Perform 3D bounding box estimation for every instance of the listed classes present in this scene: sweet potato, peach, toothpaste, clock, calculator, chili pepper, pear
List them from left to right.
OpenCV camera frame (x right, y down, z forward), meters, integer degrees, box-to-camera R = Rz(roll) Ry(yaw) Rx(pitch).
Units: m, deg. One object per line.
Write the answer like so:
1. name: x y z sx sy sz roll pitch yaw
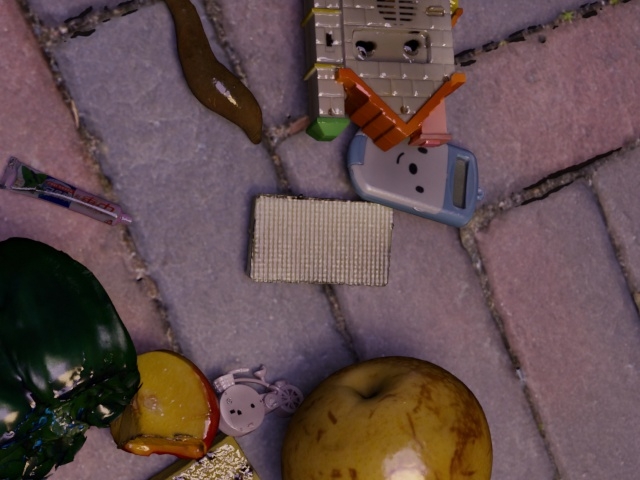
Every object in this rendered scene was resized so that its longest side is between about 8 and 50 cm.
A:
1. chili pepper: -0.356 0.138 1.206 0.249 0.233 0.256 -32 75 -18
2. toothpaste: -0.321 -0.056 1.328 0.170 0.028 0.045 22 77 -11
3. peach: -0.191 0.207 1.314 0.118 0.151 0.151 13 85 -44
4. sweet potato: -0.152 -0.230 1.365 0.069 0.059 0.249 -37 96 -33
5. clock: -0.084 0.209 1.379 0.129 0.041 0.087 -7 68 -34
6. clock: 0.084 -0.250 1.388 0.220 0.106 0.255 0 81 -16
7. pear: 0.086 0.288 1.329 0.281 0.281 0.280 0 90 -16
8. calculator: 0.134 -0.092 1.439 0.210 0.039 0.121 17 65 -16

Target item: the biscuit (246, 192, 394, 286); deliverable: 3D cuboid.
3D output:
1. biscuit: 0.000 0.000 1.413 0.199 0.040 0.121 4 91 -18

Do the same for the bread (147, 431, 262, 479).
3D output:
1. bread: -0.191 0.341 1.352 0.226 0.049 0.088 -33 99 -13
